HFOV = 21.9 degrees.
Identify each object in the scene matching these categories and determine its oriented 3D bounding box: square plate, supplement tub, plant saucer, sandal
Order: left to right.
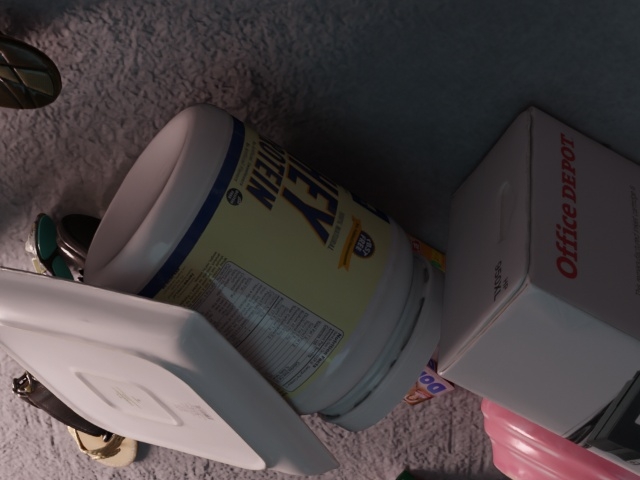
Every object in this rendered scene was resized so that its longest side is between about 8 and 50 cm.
[{"bbox_3d":[-0.366,-0.193,1.715,0.219,0.060,0.090,8,136,20],"label":"sandal"},{"bbox_3d":[-0.284,0.225,2.045,0.088,0.079,0.240,1,131,7],"label":"sandal"},{"bbox_3d":[-0.192,0.142,1.708,0.344,0.049,0.347,10,154,33],"label":"square plate"},{"bbox_3d":[-0.053,0.034,1.704,0.325,0.235,0.235,32,127,-18],"label":"supplement tub"},{"bbox_3d":[0.324,0.268,1.854,0.332,0.332,0.084,25,90,-14],"label":"plant saucer"}]

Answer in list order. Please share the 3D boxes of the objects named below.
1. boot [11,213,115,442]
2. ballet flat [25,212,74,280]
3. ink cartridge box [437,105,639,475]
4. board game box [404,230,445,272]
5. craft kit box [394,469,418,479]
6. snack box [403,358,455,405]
[{"bbox_3d":[-0.270,0.113,1.909,0.229,0.091,0.263,-37,120,16],"label":"boot"},{"bbox_3d":[-0.318,0.016,1.898,0.041,0.041,0.114,-5,129,12],"label":"ballet flat"},{"bbox_3d":[0.328,0.078,1.700,0.395,0.285,0.166,28,128,-15],"label":"ink cartridge box"},{"bbox_3d":[0.000,0.000,1.843,0.259,0.039,0.124,29,128,-20],"label":"board game box"},{"bbox_3d":[0.136,0.456,2.146,0.250,0.061,0.247,40,126,6],"label":"craft kit box"},{"bbox_3d":[0.084,0.140,1.933,0.064,0.022,0.178,-25,138,26],"label":"snack box"}]
